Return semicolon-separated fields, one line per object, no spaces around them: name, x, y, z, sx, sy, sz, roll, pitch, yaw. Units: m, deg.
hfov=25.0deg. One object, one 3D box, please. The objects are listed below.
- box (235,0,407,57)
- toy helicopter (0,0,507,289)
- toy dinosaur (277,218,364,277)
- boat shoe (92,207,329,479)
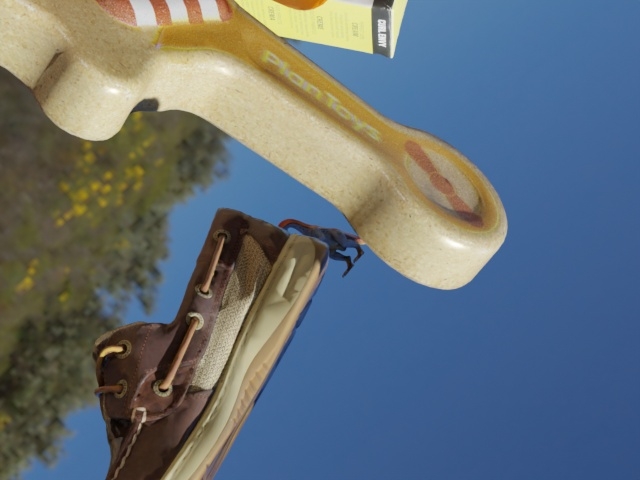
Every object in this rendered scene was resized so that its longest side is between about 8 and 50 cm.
box;-0.057;-0.182;0.902;0.058;0.232;0.087;83;22;-65
toy helicopter;-0.059;-0.101;0.690;0.140;0.355;0.235;-49;-169;30
toy dinosaur;0.000;0.000;1.402;0.090;0.082;0.047;-49;178;-45
boat shoe;-0.115;0.111;1.063;0.342;0.123;0.123;-59;175;-30
